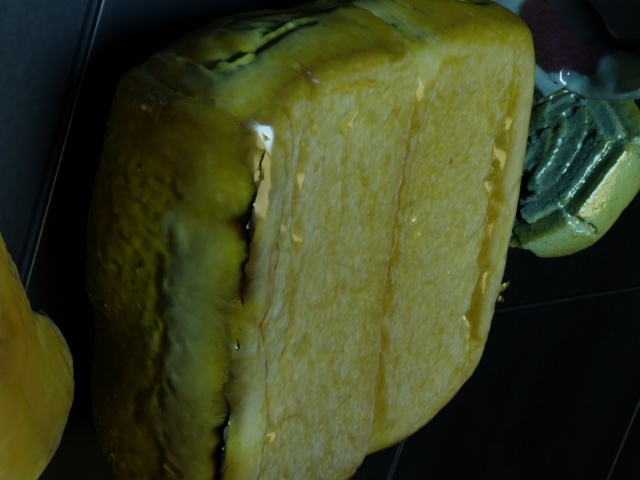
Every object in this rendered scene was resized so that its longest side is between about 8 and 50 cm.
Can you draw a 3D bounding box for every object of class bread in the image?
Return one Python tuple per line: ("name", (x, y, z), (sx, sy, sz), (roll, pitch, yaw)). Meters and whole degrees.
("bread", (-0.007, -0.003, 0.967), (0.328, 0.148, 0.337), (-29, 134, -45))
("bread", (0.196, -0.059, 1.211), (0.156, 0.117, 0.064), (-58, 148, -4))

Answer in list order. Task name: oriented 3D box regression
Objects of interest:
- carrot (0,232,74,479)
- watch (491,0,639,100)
("carrot", (-0.222, -0.001, 0.641), (0.196, 0.196, 0.254), (-38, 141, -30))
("watch", (0.185, -0.221, 0.993), (0.162, 0.253, 0.241), (-34, 180, -31))
